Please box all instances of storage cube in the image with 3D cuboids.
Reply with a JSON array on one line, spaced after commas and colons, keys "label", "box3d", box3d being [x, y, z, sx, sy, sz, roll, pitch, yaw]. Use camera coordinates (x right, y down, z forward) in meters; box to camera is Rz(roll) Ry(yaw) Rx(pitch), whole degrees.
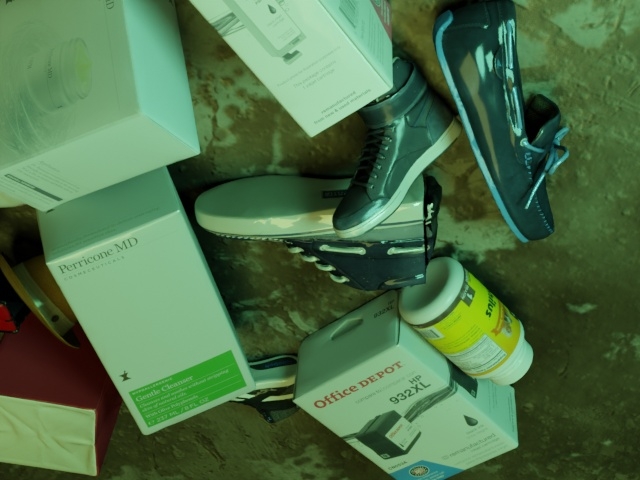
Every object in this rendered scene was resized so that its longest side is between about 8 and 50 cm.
[{"label": "storage cube", "box3d": [-0.428, 0.244, 1.528, 0.215, 0.193, 0.183, 10, 131, -2]}]

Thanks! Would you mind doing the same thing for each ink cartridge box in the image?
[{"label": "ink cartridge box", "box3d": [0.139, 0.250, 1.514, 0.223, 0.129, 0.307, -32, 120, 30]}, {"label": "ink cartridge box", "box3d": [-0.045, -0.287, 1.016, 0.117, 0.207, 0.283, -29, 122, 25]}]

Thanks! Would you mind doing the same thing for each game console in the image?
[{"label": "game console", "box3d": [-0.539, 0.094, 1.464, 0.144, 0.085, 0.124, 4, 144, 2]}]

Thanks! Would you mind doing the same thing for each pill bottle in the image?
[{"label": "pill bottle", "box3d": [0.225, 0.128, 1.407, 0.117, 0.117, 0.215, -33, 121, 29]}]

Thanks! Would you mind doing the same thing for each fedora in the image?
[{"label": "fedora", "box3d": [-0.407, 0.075, 1.430, 0.079, 0.194, 0.194, -39, 125, -9]}]

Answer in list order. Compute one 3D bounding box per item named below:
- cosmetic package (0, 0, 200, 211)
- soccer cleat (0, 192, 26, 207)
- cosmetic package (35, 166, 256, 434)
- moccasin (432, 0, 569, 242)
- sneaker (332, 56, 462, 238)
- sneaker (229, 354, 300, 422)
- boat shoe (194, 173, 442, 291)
[{"label": "cosmetic package", "box3d": [-0.282, -0.185, 1.092, 0.225, 0.224, 0.138, -18, 159, 15]}, {"label": "soccer cleat", "box3d": [-0.363, -0.110, 1.246, 0.331, 0.143, 0.116, -24, 124, 24]}, {"label": "cosmetic package", "box3d": [-0.247, 0.088, 1.366, 0.197, 0.155, 0.365, -23, 130, -5]}, {"label": "moccasin", "box3d": [0.247, -0.137, 1.165, 0.117, 0.137, 0.342, -19, 127, 16]}, {"label": "sneaker", "box3d": [0.060, -0.127, 1.168, 0.163, 0.226, 0.086, 50, 162, -31]}, {"label": "sneaker", "box3d": [-0.126, 0.265, 1.588, 0.217, 0.079, 0.121, -5, 129, 9]}, {"label": "boat shoe", "box3d": [0.000, 0.000, 1.310, 0.341, 0.127, 0.158, -1, 124, 6]}]
